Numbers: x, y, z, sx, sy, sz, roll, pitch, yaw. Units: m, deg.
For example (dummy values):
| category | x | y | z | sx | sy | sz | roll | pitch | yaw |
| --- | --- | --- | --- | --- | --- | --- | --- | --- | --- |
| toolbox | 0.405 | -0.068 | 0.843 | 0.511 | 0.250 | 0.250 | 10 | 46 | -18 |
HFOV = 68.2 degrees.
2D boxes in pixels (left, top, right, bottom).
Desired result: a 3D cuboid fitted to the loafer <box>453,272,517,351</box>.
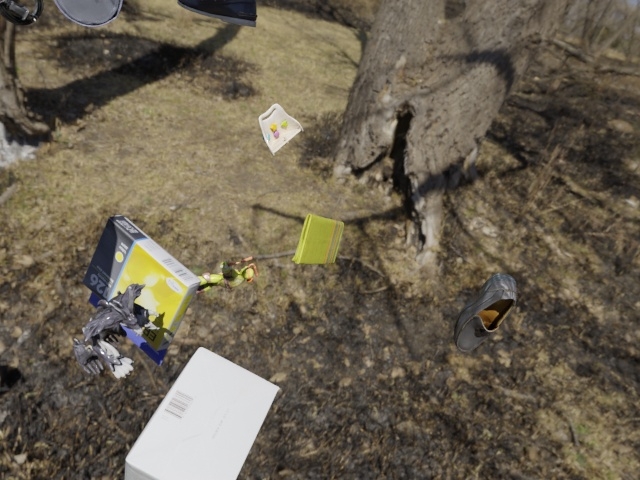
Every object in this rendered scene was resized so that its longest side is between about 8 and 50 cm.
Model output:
| category | x | y | z | sx | sy | sz | roll | pitch | yaw |
| --- | --- | --- | --- | --- | --- | --- | --- | --- | --- |
| loafer | 0.281 | 0.136 | 0.817 | 0.062 | 0.169 | 0.061 | 18 | 30 | -1 |

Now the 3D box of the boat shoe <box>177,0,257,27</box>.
| category | x | y | z | sx | sy | sz | roll | pitch | yaw |
| --- | --- | --- | --- | --- | --- | --- | --- | --- | --- |
| boat shoe | -0.213 | -0.497 | 0.982 | 0.206 | 0.064 | 0.075 | 27 | 30 | 24 |

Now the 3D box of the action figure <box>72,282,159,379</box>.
| category | x | y | z | sx | sy | sz | roll | pitch | yaw |
| --- | --- | --- | --- | --- | --- | --- | --- | --- | --- |
| action figure | -0.414 | 0.187 | 0.976 | 0.141 | 0.276 | 0.164 | 42 | 47 | -13 |

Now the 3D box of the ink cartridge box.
| category | x | y | z | sx | sy | sz | roll | pitch | yaw |
| --- | --- | --- | --- | --- | --- | --- | --- | --- | --- |
| ink cartridge box | -0.493 | 0.141 | 1.250 | 0.304 | 0.307 | 0.072 | 36 | 19 | 15 |

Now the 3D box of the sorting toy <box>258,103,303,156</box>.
| category | x | y | z | sx | sy | sz | roll | pitch | yaw |
| --- | --- | --- | --- | --- | --- | --- | --- | --- | --- |
| sorting toy | -0.087 | -0.221 | 0.917 | 0.083 | 0.075 | 0.045 | -44 | 44 | -18 |

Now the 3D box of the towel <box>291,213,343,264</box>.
| category | x | y | z | sx | sy | sz | roll | pitch | yaw |
| --- | --- | --- | --- | --- | --- | --- | --- | --- | --- |
| towel | 0.000 | 0.000 | 1.008 | 0.021 | 0.102 | 0.237 | 15 | 3 | 18 |

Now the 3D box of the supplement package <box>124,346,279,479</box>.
| category | x | y | z | sx | sy | sz | roll | pitch | yaw |
| --- | --- | --- | --- | --- | --- | --- | --- | --- | --- |
| supplement package | -0.192 | 0.321 | 0.755 | 0.149 | 0.203 | 0.194 | 28 | 46 | 1 |

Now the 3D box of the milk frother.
| category | x | y | z | sx | sy | sz | roll | pitch | yaw |
| --- | --- | --- | --- | --- | --- | --- | --- | --- | --- |
| milk frother | -0.359 | -0.334 | 0.640 | 0.129 | 0.143 | 0.134 | 14 | 27 | -42 |

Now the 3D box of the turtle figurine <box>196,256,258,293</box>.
| category | x | y | z | sx | sy | sz | roll | pitch | yaw |
| --- | --- | --- | --- | --- | --- | --- | --- | --- | --- |
| turtle figurine | -0.304 | 0.124 | 1.532 | 0.218 | 0.087 | 0.269 | -11 | -10 | 3 |
